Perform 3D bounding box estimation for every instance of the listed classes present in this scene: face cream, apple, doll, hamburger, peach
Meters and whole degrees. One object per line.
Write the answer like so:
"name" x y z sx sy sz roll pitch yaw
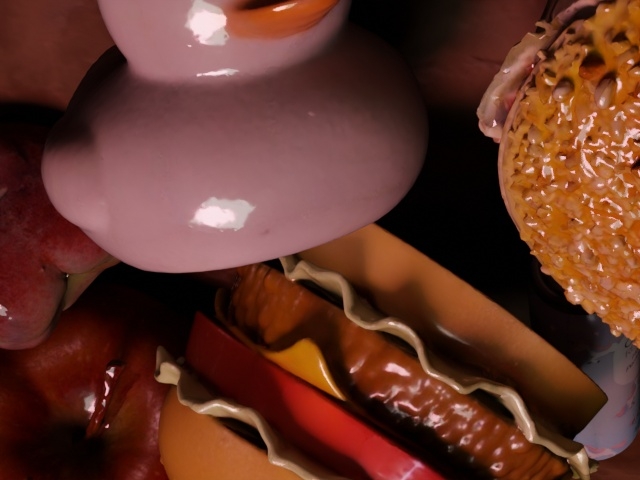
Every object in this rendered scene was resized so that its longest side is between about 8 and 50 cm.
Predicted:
"face cream" 0.181 0.066 0.976 0.075 0.075 0.229 4 146 16
"apple" -0.184 0.191 1.108 0.288 0.288 0.317 19 149 -6
"doll" -0.054 -0.100 0.756 0.221 0.221 0.251 32 171 -24
"hamburger" 0.024 0.120 0.886 0.274 0.212 0.274 34 176 3
"peach" -0.212 -0.011 0.972 0.152 0.152 0.152 11 146 7
"hamburger" 0.234 -0.052 0.694 0.302 0.170 0.302 10 146 6
